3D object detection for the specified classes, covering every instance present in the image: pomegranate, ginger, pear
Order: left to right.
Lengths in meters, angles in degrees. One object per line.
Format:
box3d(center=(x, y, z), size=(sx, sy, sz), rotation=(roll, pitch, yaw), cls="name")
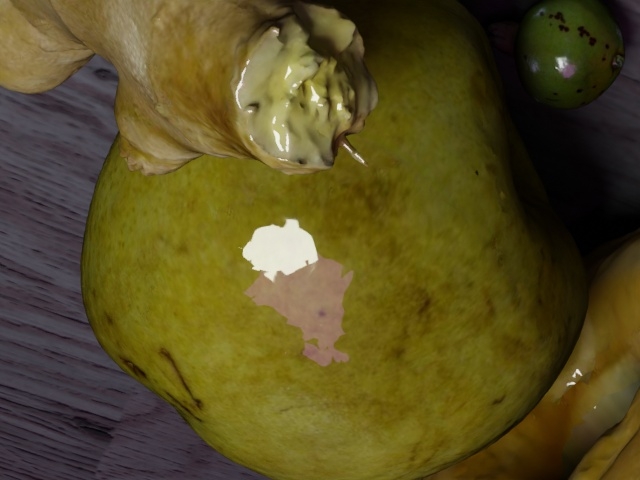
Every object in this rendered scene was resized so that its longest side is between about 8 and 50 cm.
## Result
box3d(center=(-0.130, -0.147, 0.633), size=(0.236, 0.375, 0.166), rotation=(-35, 146, 24), cls="ginger")
box3d(center=(0.000, 0.000, 0.781), size=(0.304, 0.304, 0.304), rotation=(6, 136, 6), cls="pear")
box3d(center=(0.147, -0.115, 0.795), size=(0.073, 0.073, 0.084), rotation=(38, 148, -25), cls="pomegranate")

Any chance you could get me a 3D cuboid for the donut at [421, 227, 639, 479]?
box3d(center=(0.217, 0.146, 0.785), size=(0.198, 0.449, 0.449), rotation=(40, 131, -10), cls="donut")
